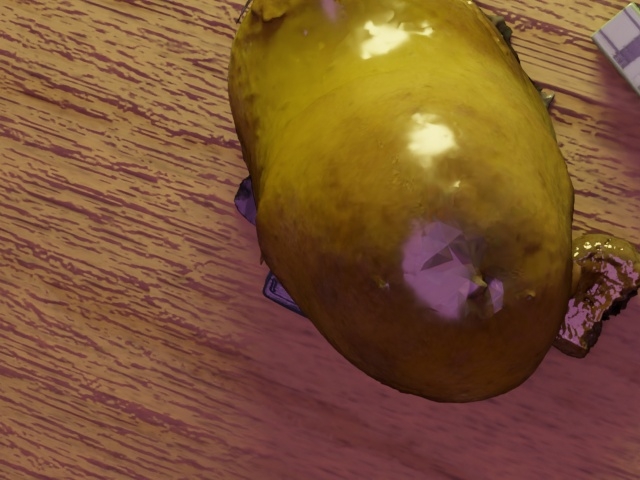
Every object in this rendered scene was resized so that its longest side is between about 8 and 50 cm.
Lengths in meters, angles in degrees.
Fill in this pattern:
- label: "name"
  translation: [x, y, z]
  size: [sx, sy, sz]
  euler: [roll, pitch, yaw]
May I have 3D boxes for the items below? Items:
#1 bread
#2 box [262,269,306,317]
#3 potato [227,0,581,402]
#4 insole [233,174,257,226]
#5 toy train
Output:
- label: "bread"
  translation: [0.234, 0.042, 1.229]
  size: [0.082, 0.060, 0.113]
  euler: [44, 101, 5]
- label: "box"
  translation: [-0.009, 0.023, 1.281]
  size: [0.074, 0.054, 0.099]
  euler: [27, 103, 11]
- label: "potato"
  translation: [0.081, -0.067, 1.106]
  size: [0.290, 0.296, 0.397]
  euler: [-8, 91, -4]
- label: "insole"
  translation: [0.000, 0.000, 1.307]
  size: [0.188, 0.004, 0.064]
  euler: [34, 102, 8]
- label: "toy train"
  translation: [0.325, -0.101, 1.197]
  size: [0.052, 0.051, 0.234]
  euler: [-40, 86, 18]
